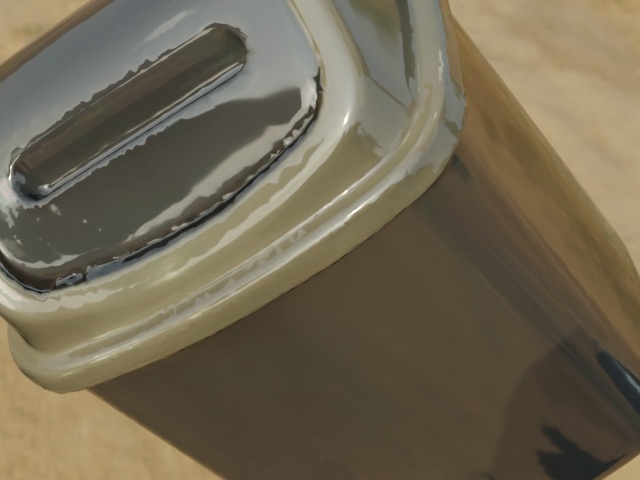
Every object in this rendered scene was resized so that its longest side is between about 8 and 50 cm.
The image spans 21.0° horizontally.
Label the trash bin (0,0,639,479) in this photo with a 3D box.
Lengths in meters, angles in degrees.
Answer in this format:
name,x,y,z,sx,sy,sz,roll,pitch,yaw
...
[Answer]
name,x,y,z,sx,sy,sz,roll,pitch,yaw
trash bin,0.000,0.000,0.710,0.209,0.290,0.182,-31,40,20
